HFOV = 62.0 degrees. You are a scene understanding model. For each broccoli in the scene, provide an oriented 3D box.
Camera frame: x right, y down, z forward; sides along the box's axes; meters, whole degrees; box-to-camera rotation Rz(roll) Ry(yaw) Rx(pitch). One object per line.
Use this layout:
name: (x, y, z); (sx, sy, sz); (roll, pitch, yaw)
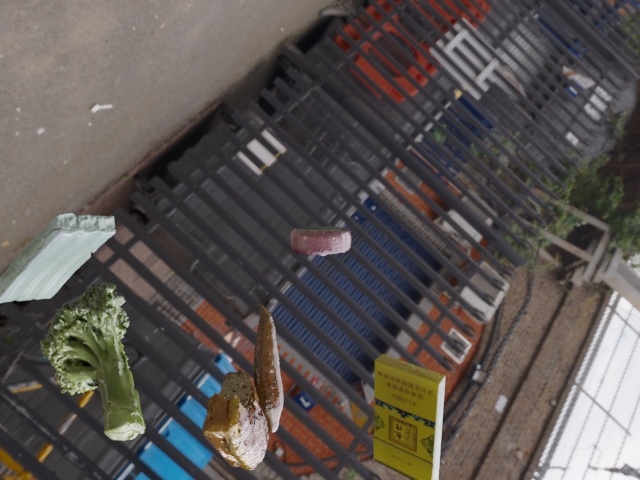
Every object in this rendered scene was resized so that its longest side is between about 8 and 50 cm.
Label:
broccoli: (-0.588, 0.351, 1.440); (0.274, 0.397, 0.353); (-27, 172, -15)

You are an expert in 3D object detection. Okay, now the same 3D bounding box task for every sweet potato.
sweet potato: (-0.132, 0.311, 1.285); (0.072, 0.315, 0.066); (-7, 178, -35)

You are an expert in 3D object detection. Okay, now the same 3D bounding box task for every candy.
candy: (0.000, 0.000, 0.886); (0.103, 0.103, 0.043); (-70, 160, -85)

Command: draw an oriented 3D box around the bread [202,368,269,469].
bread: (-0.196, 0.438, 1.311); (0.380, 0.109, 0.185); (85, 14, -57)

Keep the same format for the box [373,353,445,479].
box: (0.191, 0.397, 1.171); (0.041, 0.153, 0.279); (-26, 122, -49)

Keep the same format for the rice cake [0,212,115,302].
rice cake: (-0.459, 0.033, 0.919); (0.237, 0.043, 0.127); (-36, 165, 22)
